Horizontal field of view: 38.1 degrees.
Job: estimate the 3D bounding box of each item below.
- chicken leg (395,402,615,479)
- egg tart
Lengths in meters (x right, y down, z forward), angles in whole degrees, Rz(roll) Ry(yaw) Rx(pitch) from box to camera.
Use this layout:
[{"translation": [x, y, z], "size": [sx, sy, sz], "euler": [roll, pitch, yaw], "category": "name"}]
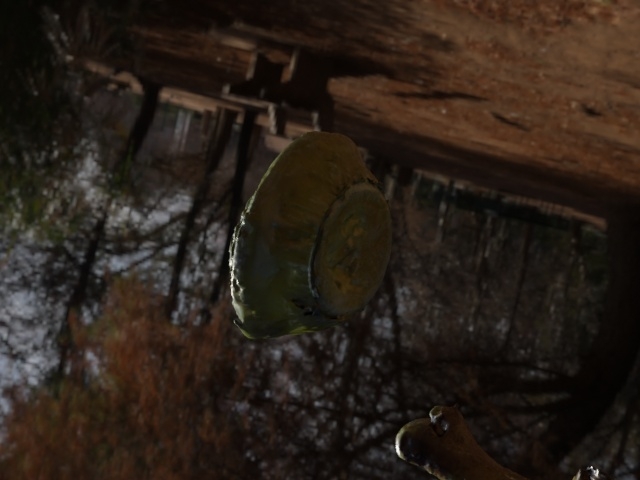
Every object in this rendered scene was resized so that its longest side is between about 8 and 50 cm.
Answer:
[{"translation": [0.272, 0.345, 1.162], "size": [0.211, 0.361, 0.140], "euler": [-30, 171, -15], "category": "chicken leg"}, {"translation": [0.000, 0.000, 0.799], "size": [0.078, 0.197, 0.197], "euler": [15, -174, 32], "category": "egg tart"}]
